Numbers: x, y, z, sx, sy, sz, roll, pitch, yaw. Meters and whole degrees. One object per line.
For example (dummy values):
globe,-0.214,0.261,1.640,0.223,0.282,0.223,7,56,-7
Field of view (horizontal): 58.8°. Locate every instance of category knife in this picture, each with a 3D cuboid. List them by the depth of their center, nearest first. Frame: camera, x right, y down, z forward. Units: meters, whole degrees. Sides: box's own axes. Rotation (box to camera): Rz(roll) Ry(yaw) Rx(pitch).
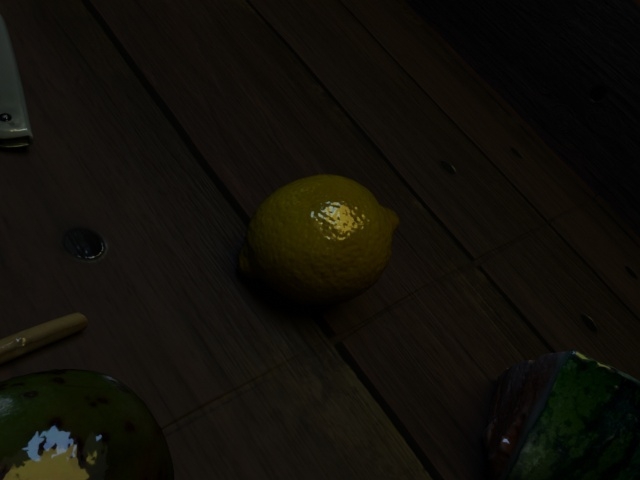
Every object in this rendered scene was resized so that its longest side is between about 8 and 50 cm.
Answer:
knife,-0.444,-0.224,0.764,0.073,0.040,0.265,-10,58,-34

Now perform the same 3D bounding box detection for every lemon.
lemon,0.000,0.000,0.804,0.244,0.187,0.186,-13,55,-12

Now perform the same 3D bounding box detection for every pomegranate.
pomegranate,-0.226,0.179,0.418,0.202,0.202,0.248,-6,27,-45

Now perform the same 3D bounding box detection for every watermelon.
watermelon,0.369,0.319,0.832,0.292,0.319,0.222,31,70,-2

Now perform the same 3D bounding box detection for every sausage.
sausage,-0.293,0.101,0.559,0.024,0.024,0.132,49,35,13
